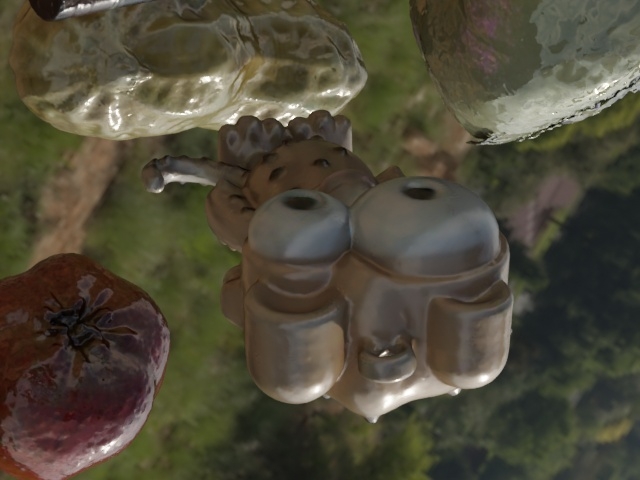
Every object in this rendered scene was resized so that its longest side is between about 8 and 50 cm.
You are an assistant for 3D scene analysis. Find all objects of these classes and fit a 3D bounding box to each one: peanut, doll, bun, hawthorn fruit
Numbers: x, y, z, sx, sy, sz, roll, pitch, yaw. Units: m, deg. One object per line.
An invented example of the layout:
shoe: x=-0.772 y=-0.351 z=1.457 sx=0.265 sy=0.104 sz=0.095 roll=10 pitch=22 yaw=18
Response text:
peanut: x=-0.097 y=-0.148 z=1.211 sx=0.325 sy=0.153 sz=0.140 roll=-1 pitch=95 yaw=-37
doll: x=0.002 y=-0.001 z=0.832 sx=0.154 sy=0.278 sz=0.119 roll=-9 pitch=118 yaw=-19
bun: x=0.177 y=-0.178 z=1.008 sx=0.273 sy=0.168 sz=0.273 roll=-29 pitch=-174 yaw=3
hawthorn fruit: x=-0.341 y=0.182 z=1.913 sx=0.287 sy=0.287 sz=0.330 roll=-43 pitch=171 yaw=-39

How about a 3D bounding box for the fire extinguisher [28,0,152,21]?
fire extinguisher: x=-0.088 y=-0.158 z=0.874 sx=0.157 sy=0.078 sz=0.045 roll=-18 pitch=128 yaw=-36
